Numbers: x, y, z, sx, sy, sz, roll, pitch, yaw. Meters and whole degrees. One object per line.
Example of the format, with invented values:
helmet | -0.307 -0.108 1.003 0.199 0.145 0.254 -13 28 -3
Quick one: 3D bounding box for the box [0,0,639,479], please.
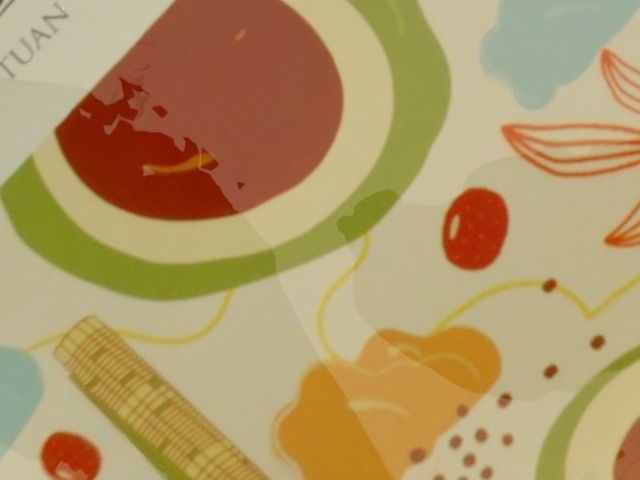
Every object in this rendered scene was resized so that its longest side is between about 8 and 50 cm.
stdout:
box | 0.000 0.000 0.696 0.385 0.344 0.122 45 -175 18
